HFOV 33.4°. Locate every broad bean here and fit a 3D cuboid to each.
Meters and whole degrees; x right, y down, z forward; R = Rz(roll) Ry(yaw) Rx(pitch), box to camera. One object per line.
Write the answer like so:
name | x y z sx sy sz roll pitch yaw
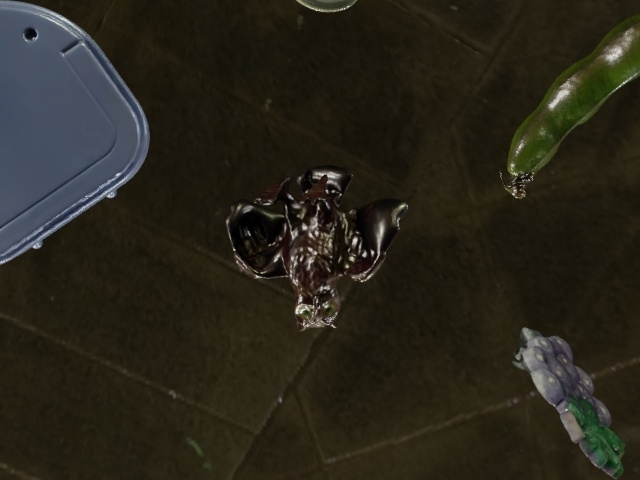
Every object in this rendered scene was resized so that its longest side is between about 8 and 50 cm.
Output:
broad bean | 0.266 -0.149 1.063 0.254 0.065 0.046 -46 136 4

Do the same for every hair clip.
hair clip | 0.253 0.167 1.117 0.124 0.195 0.052 22 120 -38

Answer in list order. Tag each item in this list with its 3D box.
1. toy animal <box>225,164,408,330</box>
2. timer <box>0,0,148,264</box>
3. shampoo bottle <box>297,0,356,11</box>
toy animal | 0.000 0.009 1.248 0.218 0.116 0.179 -2 103 16
timer | -0.474 -0.181 1.582 0.395 0.173 0.395 0 94 -5
shampoo bottle | -0.028 -0.427 1.609 0.118 0.234 0.087 6 120 -25
